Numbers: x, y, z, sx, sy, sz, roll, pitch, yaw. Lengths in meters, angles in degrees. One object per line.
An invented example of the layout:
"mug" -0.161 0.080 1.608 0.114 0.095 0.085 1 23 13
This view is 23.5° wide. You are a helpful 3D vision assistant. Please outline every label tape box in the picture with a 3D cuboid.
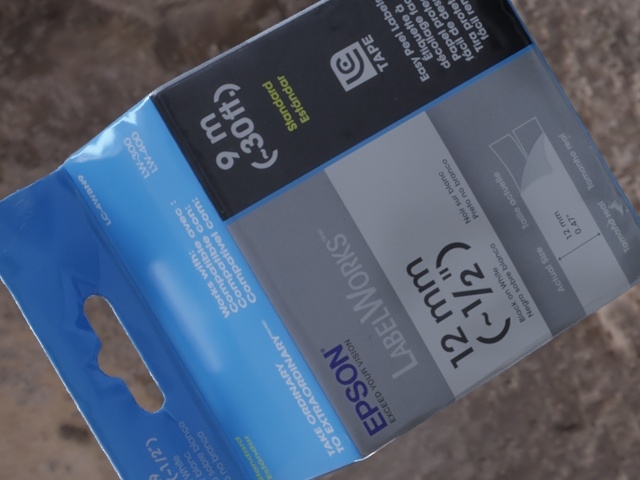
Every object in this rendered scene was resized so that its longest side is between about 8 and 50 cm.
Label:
"label tape box" 0.000 0.000 0.947 0.249 0.347 0.115 60 161 -1
